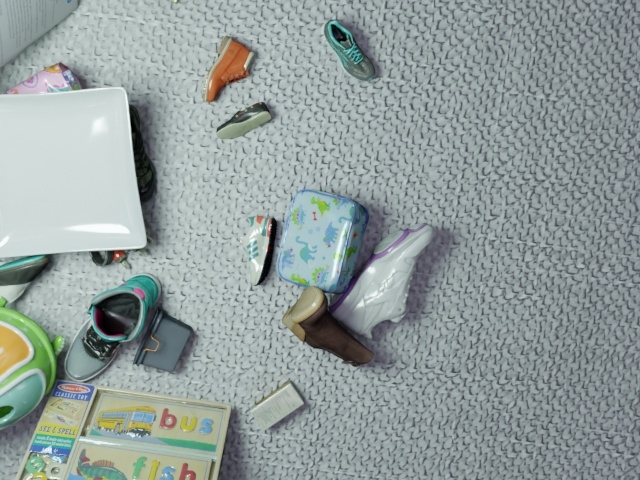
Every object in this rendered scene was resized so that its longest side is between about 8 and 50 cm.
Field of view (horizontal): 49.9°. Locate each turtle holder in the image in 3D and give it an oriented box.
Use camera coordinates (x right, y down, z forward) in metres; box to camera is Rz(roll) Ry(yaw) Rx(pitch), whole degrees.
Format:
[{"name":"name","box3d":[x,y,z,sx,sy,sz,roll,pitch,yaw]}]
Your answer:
[{"name":"turtle holder","box3d":[-0.723,0.298,1.459,0.320,0.227,0.243,-31,106,21]}]

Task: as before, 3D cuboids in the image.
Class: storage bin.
[{"name":"storage bin","box3d":[-0.354,0.231,1.554,0.091,0.098,0.135,24,92,-13]}]

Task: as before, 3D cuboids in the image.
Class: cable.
[{"name":"cable","box3d":[-0.507,-0.057,1.564,0.139,0.072,0.287,-42,81,17]}]

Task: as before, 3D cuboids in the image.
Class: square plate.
[{"name":"square plate","box3d":[-0.557,-0.141,1.451,0.347,0.049,0.344,-4,106,-2]}]

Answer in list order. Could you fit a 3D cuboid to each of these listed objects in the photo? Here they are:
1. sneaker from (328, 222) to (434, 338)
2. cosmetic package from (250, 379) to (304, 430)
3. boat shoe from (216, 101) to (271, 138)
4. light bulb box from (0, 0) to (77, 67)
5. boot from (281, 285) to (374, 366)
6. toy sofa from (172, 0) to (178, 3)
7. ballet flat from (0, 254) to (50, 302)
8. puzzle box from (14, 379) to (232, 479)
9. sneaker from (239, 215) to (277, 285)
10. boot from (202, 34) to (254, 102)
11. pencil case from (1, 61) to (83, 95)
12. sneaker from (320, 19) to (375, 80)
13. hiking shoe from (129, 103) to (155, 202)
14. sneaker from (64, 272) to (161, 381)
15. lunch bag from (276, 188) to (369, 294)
[{"name":"sneaker","box3d":[0.161,0.091,1.564,0.152,0.114,0.305,41,99,-10]},{"name":"cosmetic package","box3d":[-0.100,0.381,1.590,0.115,0.041,0.060,-33,93,0]},{"name":"boat shoe","box3d":[-0.177,-0.271,1.559,0.133,0.049,0.042,-25,65,6]},{"name":"light bulb box","box3d":[-0.734,-0.546,1.361,0.358,0.225,0.361,37,60,-3]},{"name":"boot","box3d":[0.033,0.193,1.494,0.206,0.248,0.090,31,68,-6]},{"name":"toy sofa","box3d":[-0.344,-0.623,1.377,0.150,0.362,0.177,32,96,-3]},{"name":"ballet flat","box3d":[-0.728,0.093,1.536,0.280,0.095,0.096,-8,103,8]},{"name":"puzzle box","box3d":[-0.412,0.450,1.487,0.408,0.272,0.052,8,132,-3]},{"name":"sneaker","box3d":[-0.150,0.021,1.572,0.075,0.057,0.161,12,94,14]},{"name":"boot","box3d":[-0.208,-0.372,1.546,0.084,0.059,0.158,26,90,-8]},{"name":"pencil case","box3d":[-0.644,-0.274,1.501,0.284,0.124,0.124,-31,93,-2]},{"name":"sneaker","box3d":[0.061,-0.427,1.541,0.065,0.076,0.166,-43,93,1]},{"name":"hiking shoe","box3d":[-0.427,-0.193,1.515,0.086,0.114,0.227,-14,93,-1]},{"name":"sneaker","box3d":[-0.469,0.202,1.500,0.123,0.178,0.296,38,91,-3]},{"name":"lunch bag","box3d":[0.000,0.000,1.529,0.176,0.090,0.219,14,91,27]}]
